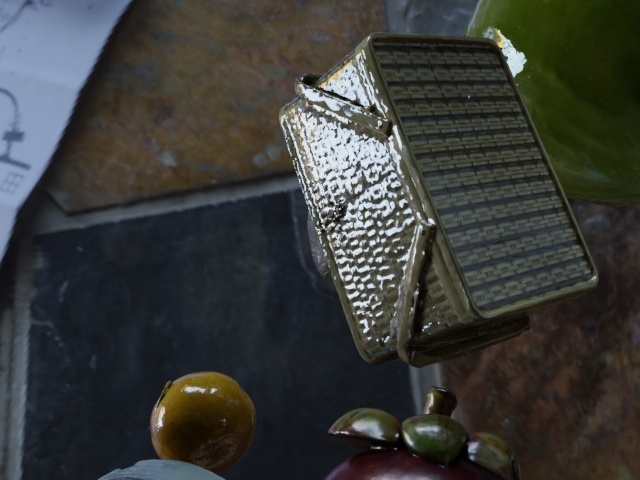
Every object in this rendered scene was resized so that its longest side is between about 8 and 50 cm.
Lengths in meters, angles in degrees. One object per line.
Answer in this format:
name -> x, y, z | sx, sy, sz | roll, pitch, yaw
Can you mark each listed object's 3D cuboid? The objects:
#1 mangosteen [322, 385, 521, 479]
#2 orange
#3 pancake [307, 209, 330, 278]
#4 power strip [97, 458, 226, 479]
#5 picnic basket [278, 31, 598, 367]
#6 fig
mangosteen -> 0.078, 0.213, 0.720 | 0.200, 0.200, 0.199 | -6, 70, 17
orange -> -0.167, 0.258, 1.314 | 0.155, 0.154, 0.134 | -37, 30, 4
pancake -> -0.001, 0.000, 1.273 | 0.011, 0.115, 0.115 | -9, 67, -11
power strip -> -0.203, 0.456, 1.104 | 0.358, 0.161, 0.357 | 2, 97, 21
picnic basket -> 0.060, -0.023, 0.481 | 0.079, 0.115, 0.164 | -32, 74, 44
fig -> 0.298, -0.164, 0.937 | 0.316, 0.316, 0.316 | -6, 70, 17
